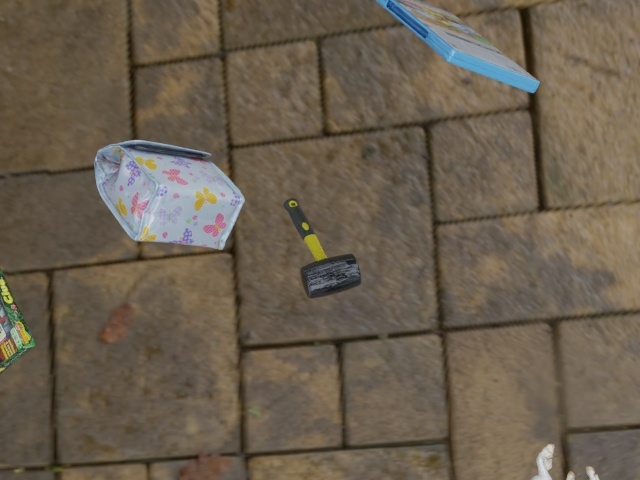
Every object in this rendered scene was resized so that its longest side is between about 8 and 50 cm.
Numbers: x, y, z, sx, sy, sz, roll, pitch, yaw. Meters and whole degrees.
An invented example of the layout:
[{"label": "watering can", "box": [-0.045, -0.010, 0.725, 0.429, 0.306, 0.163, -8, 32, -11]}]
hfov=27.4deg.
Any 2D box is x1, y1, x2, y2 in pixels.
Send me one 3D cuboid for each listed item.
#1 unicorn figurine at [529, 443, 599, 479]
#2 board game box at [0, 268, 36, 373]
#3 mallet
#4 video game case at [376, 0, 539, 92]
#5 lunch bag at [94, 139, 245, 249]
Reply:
[{"label": "unicorn figurine", "box": [0.291, 0.321, 1.667, 0.162, 0.060, 0.111, 20, 52, 1]}, {"label": "board game box", "box": [-0.489, 0.063, 1.801, 0.136, 0.030, 0.260, -38, 72, 33]}, {"label": "mallet", "box": [0.000, 0.000, 1.449, 0.062, 0.190, 0.039, -10, 122, -4]}, {"label": "video game case", "box": [0.128, -0.202, 1.294, 0.015, 0.119, 0.166, -62, 40, 20]}, {"label": "lunch bag", "box": [-0.101, -0.036, 0.850, 0.083, 0.071, 0.053, 46, 119, 46]}]
